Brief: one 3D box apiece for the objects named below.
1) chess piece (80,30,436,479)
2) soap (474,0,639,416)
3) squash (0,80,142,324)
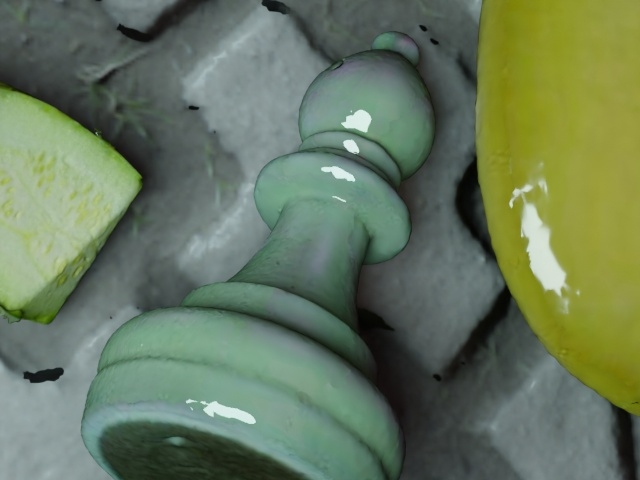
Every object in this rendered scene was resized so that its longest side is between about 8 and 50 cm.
[{"bbox_3d":[0.000,0.000,0.586,0.139,0.139,0.272,33,55,-16],"label":"chess piece"},{"bbox_3d":[0.225,-0.100,0.707,0.306,0.115,0.427,13,74,-26],"label":"soap"},{"bbox_3d":[-0.177,-0.046,0.525,0.200,0.075,0.090,32,93,-14],"label":"squash"}]
